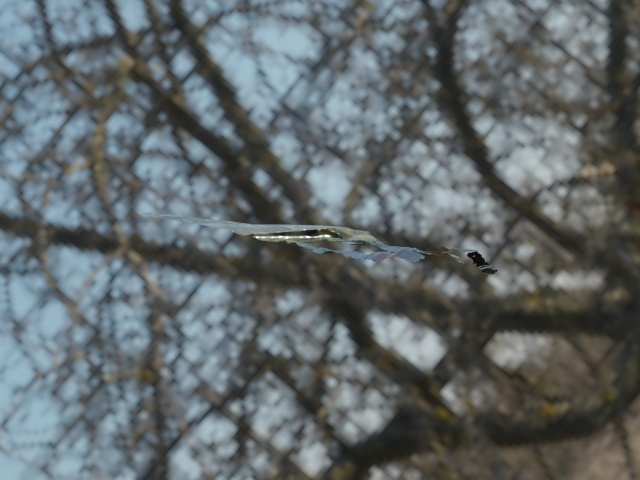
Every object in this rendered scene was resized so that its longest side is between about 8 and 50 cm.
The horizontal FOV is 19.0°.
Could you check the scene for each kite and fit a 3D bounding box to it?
[{"bbox_3d":[0.000,-0.002,1.212,0.141,0.245,0.015,1,-84,-43],"label":"kite"}]
